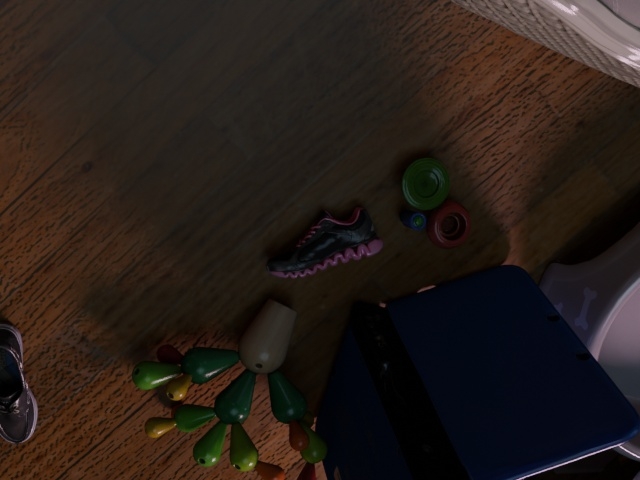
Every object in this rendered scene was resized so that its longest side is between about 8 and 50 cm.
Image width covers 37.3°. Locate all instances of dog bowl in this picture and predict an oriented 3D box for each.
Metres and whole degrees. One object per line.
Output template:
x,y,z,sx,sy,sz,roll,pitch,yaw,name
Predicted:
0.410,0.098,1.041,0.348,0.102,0.349,-5,118,-10,dog bowl

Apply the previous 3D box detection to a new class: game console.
0.127,0.182,0.914,0.173,0.293,0.250,10,115,-16,game console

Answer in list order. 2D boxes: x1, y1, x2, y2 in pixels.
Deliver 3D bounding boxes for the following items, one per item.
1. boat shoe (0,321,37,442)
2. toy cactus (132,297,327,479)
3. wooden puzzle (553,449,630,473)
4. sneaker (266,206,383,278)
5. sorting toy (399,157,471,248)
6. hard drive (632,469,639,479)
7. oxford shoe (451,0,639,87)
-0.314,0.150,0.948,0.049,0.040,0.142,-5,117,-9,boat shoe
-0.074,0.149,0.972,0.219,0.112,0.180,27,86,-1,toy cactus
0.324,0.260,1.144,0.116,0.014,0.078,4,142,-15,wooden puzzle
0.000,0.000,0.942,0.119,0.047,0.057,-18,104,-7,sneaker
0.107,-0.035,0.949,0.061,0.042,0.102,-36,107,-10,sorting toy
0.333,0.402,1.141,0.210,0.040,0.319,-15,132,-57,hard drive
0.237,-0.224,0.812,0.449,0.169,0.130,17,101,-22,oxford shoe
